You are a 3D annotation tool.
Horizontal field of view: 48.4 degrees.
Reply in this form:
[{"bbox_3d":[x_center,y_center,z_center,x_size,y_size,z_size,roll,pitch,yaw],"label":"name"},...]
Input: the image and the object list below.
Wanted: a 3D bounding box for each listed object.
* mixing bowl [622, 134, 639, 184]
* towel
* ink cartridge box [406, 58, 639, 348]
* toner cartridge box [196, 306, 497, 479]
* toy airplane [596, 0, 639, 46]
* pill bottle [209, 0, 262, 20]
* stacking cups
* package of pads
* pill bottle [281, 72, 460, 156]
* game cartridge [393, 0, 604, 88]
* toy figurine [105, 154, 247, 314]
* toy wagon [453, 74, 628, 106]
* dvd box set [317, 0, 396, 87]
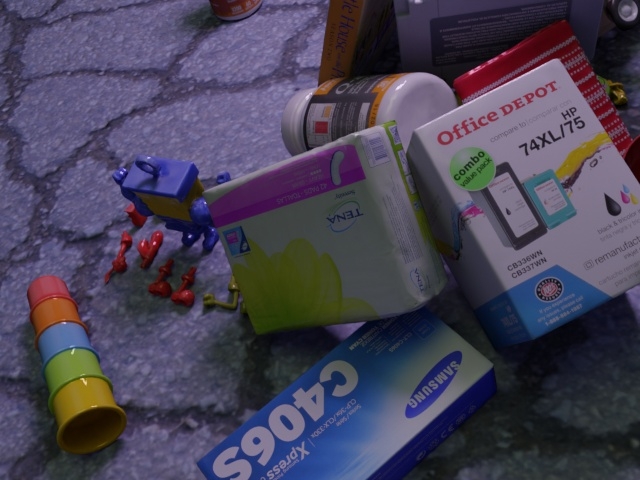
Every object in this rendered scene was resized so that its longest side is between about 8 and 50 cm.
[{"bbox_3d":[0.491,-0.063,0.945,0.182,0.098,0.181,-7,53,10],"label":"mixing bowl"},{"bbox_3d":[0.334,-0.157,1.017,0.199,0.031,0.274,-29,89,-4],"label":"towel"},{"bbox_3d":[0.250,-0.034,0.874,0.198,0.197,0.270,-27,79,-4],"label":"ink cartridge box"},{"bbox_3d":[0.036,0.230,0.882,0.348,0.075,0.165,-38,51,-14],"label":"toner cartridge box"},{"bbox_3d":[0.320,-0.469,1.149,0.386,0.384,0.272,0,86,34],"label":"toy airplane"},{"bbox_3d":[-0.212,-0.602,1.553,0.121,0.216,0.121,-10,50,12],"label":"pill bottle"},{"bbox_3d":[-0.379,0.163,1.065,0.096,0.096,0.316,-31,49,-7],"label":"stacking cups"},{"bbox_3d":[0.000,0.000,0.927,0.297,0.229,0.101,-16,7,41],"label":"package of pads"},{"bbox_3d":[0.068,-0.175,1.105,0.162,0.162,0.279,-48,33,-21],"label":"pill bottle"},{"bbox_3d":[0.265,-0.319,1.076,0.298,0.198,0.062,-6,62,8],"label":"game cartridge"},{"bbox_3d":[-0.214,-0.036,1.091,0.363,0.217,0.191,12,57,27],"label":"toy figurine"},{"bbox_3d":[0.322,-0.193,1.134,0.345,0.068,0.267,-25,49,-2],"label":"toy wagon"},{"bbox_3d":[0.092,-0.435,1.186,0.062,0.420,0.307,24,61,7],"label":"dvd box set"}]
